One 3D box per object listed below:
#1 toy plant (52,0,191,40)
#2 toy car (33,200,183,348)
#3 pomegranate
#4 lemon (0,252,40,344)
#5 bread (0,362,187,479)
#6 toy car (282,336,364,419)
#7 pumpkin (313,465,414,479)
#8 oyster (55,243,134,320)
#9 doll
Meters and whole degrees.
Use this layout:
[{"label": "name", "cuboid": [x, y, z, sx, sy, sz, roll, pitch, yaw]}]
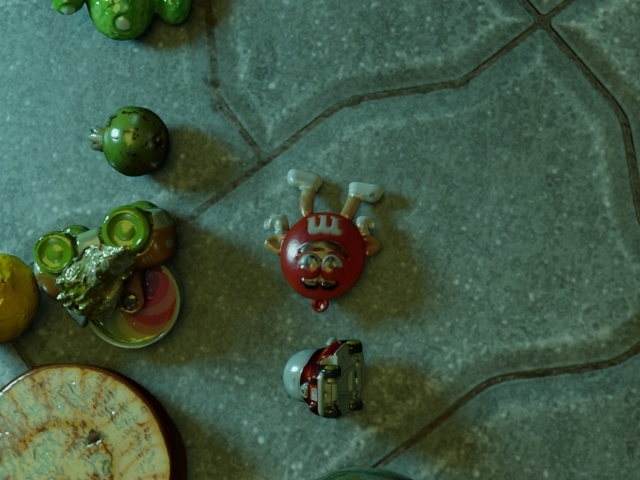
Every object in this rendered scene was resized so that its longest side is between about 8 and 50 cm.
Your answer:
[{"label": "toy plant", "cuboid": [-0.344, -0.482, 1.657, 0.224, 0.184, 0.316, -16, 88, -16]}, {"label": "toy car", "cuboid": [-0.313, 0.064, 1.573, 0.235, 0.145, 0.235, 0, 96, 1]}, {"label": "pomegranate", "cuboid": [-0.309, -0.157, 1.624, 0.142, 0.114, 0.114, 4, 79, 31]}, {"label": "lemon", "cuboid": [-0.509, 0.094, 1.570, 0.187, 0.142, 0.142, -31, 74, 43]}, {"label": "bread", "cuboid": [-0.359, 0.337, 1.525, 0.327, 0.114, 0.295, 44, 86, 11]}, {"label": "toy car", "cuboid": [-0.003, 0.204, 1.513, 0.112, 0.139, 0.112, 5, 102, 26]}, {"label": "pumpkin", "cuboid": [0.052, 0.489, 1.418, 0.332, 0.199, 0.332, -1, 82, 7]}, {"label": "oyster", "cuboid": [-0.323, 0.061, 1.496, 0.146, 0.121, 0.045, -19, 42, 5]}, {"label": "doll", "cuboid": [0.000, 0.000, 1.570, 0.183, 0.085, 0.217, 11, 72, 7]}]
